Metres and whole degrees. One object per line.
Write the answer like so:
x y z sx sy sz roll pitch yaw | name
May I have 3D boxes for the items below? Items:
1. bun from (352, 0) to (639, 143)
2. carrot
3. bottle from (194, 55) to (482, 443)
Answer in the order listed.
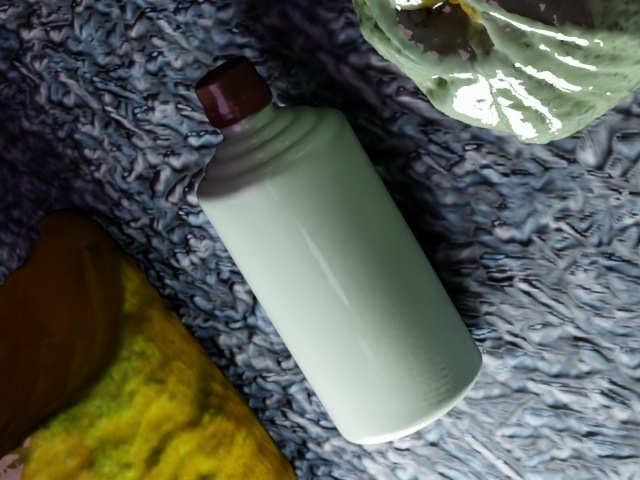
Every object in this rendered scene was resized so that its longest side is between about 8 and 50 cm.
0.080 -0.138 0.768 0.195 0.118 0.195 31 142 28 | bun
-0.165 0.168 1.208 0.340 0.241 0.241 52 144 -7 | carrot
0.000 0.000 0.989 0.104 0.104 0.245 -12 114 50 | bottle
